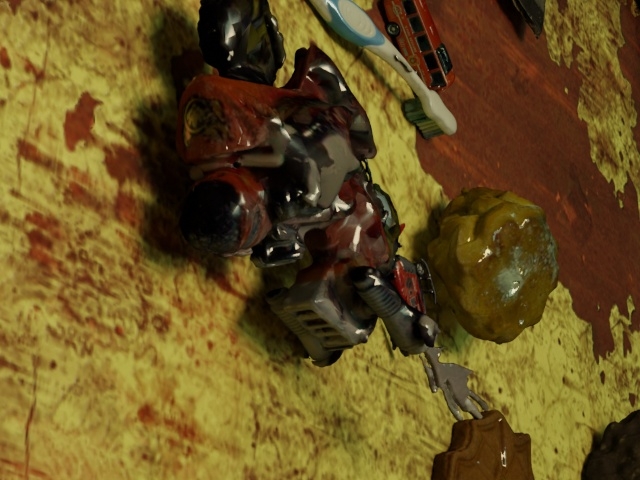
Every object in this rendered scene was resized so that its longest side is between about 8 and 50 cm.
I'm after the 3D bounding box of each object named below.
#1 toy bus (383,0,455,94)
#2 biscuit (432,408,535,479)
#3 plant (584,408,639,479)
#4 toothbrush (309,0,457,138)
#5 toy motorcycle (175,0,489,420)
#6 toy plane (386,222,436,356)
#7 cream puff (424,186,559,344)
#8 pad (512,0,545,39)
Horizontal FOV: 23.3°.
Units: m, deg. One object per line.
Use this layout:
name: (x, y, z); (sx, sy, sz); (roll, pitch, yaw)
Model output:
toy bus: (0.098, -0.195, 1.533); (0.110, 0.043, 0.031); (65, 33, -20)
biscuit: (0.172, 0.254, 1.514); (0.182, 0.034, 0.215); (65, 34, -22)
plant: (0.429, 0.340, 1.781); (0.321, 0.194, 0.182); (55, 51, -26)
toothbrush: (0.023, -0.208, 1.422); (0.386, 0.040, 0.040); (44, 45, -42)
toy motorcycle: (0.000, 0.000, 1.230); (0.401, 0.134, 0.207); (57, 38, -29)
toy plane: (0.067, 0.030, 1.419); (0.060, 0.037, 0.145); (-35, 115, -45)
cream puff: (0.156, 0.019, 1.506); (0.146, 0.116, 0.146); (-12, 110, -36)
pad: (0.211, -0.366, 1.765); (0.233, 0.022, 0.174); (52, 39, -38)
